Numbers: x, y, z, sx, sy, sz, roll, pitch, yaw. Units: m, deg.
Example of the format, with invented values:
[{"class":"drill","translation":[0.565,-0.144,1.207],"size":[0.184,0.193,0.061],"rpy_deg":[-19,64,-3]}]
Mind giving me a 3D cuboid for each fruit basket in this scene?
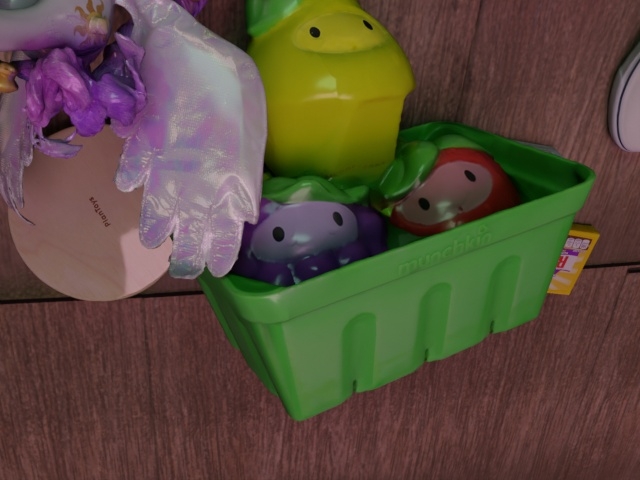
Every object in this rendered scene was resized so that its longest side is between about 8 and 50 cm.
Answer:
[{"class":"fruit basket","translation":[0.036,-0.072,0.700],"size":[0.392,0.283,0.392],"rpy_deg":[-12,116,-26]}]

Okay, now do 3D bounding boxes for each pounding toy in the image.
[{"class":"pounding toy","translation":[-0.230,-0.059,0.789],"size":[0.183,0.110,0.237],"rpy_deg":[-3,96,-2]}]

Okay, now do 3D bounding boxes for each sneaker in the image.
[{"class":"sneaker","translation":[0.406,-0.198,0.820],"size":[0.094,0.091,0.258],"rpy_deg":[1,132,-12]}]

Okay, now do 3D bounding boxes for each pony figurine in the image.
[{"class":"pony figurine","translation":[-0.182,-0.172,0.539],"size":[0.363,0.303,0.351],"rpy_deg":[15,90,-65]}]

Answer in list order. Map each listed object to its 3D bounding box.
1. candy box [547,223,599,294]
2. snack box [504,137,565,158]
[{"class":"candy box","translation":[0.261,0.018,0.976],"size":[0.206,0.027,0.105],"rpy_deg":[6,124,-16]},{"class":"snack box","translation":[0.214,-0.075,0.899],"size":[0.141,0.037,0.100],"rpy_deg":[7,121,-17]}]
